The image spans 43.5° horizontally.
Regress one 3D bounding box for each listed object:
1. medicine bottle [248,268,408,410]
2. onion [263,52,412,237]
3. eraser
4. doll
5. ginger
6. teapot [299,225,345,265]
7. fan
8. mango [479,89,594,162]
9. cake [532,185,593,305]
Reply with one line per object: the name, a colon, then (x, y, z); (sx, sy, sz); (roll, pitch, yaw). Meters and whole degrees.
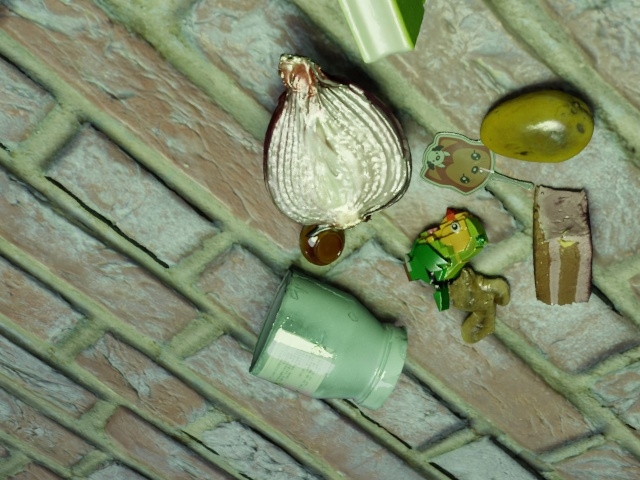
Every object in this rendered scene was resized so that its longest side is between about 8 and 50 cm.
medicine bottle: (0.021, 0.224, 1.732); (0.290, 0.245, 0.245); (22, 131, -7)
onion: (0.015, -0.199, 1.430); (0.267, 0.159, 0.348); (-12, 120, 7)
eraser: (0.066, -0.429, 1.186); (0.092, 0.210, 0.274); (-14, 123, 24)
doll: (0.251, 0.028, 1.592); (0.134, 0.106, 0.186); (47, 118, 26)
ginger: (0.325, 0.137, 1.710); (0.133, 0.059, 0.214); (10, 133, -6)
teapot: (0.000, 0.000, 1.659); (0.098, 0.078, 0.129); (-39, 136, -9)
fan: (0.300, -0.131, 1.516); (0.220, 0.009, 0.132); (18, 132, -2)
mango: (0.372, -0.191, 1.391); (0.195, 0.098, 0.137); (-10, 131, 27)
cake: (0.471, 0.036, 1.564); (0.116, 0.112, 0.295); (-3, 135, 17)
